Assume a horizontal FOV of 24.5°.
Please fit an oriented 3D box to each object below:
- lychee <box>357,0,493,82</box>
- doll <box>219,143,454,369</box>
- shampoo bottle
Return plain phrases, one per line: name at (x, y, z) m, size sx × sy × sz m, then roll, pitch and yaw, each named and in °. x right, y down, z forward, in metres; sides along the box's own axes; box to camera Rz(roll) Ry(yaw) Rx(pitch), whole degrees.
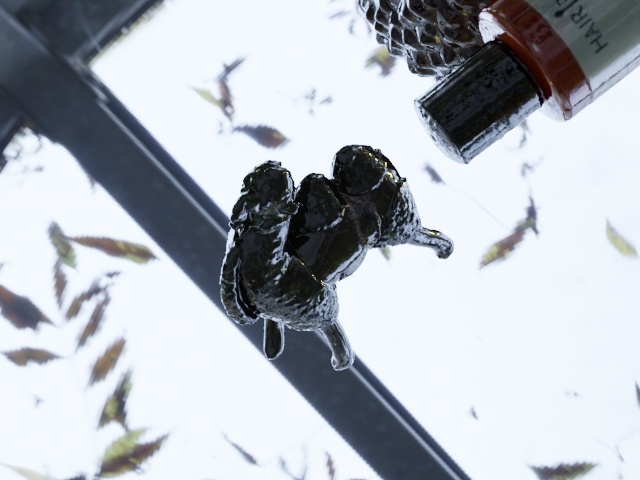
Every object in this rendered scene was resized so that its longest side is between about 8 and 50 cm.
lychee at (0.172, -0.268, 1.304) m, size 0.330 × 0.306 × 0.306 m, roll 11°, pitch -103°, yaw -22°
doll at (0.000, 0.000, 0.831) m, size 0.057 × 0.165 × 0.139 m, roll 34°, pitch -107°, yaw 34°
shampoo bottle at (0.189, -0.159, 1.063) m, size 0.278 × 0.104 × 0.104 m, roll -38°, pitch -109°, yaw -4°
